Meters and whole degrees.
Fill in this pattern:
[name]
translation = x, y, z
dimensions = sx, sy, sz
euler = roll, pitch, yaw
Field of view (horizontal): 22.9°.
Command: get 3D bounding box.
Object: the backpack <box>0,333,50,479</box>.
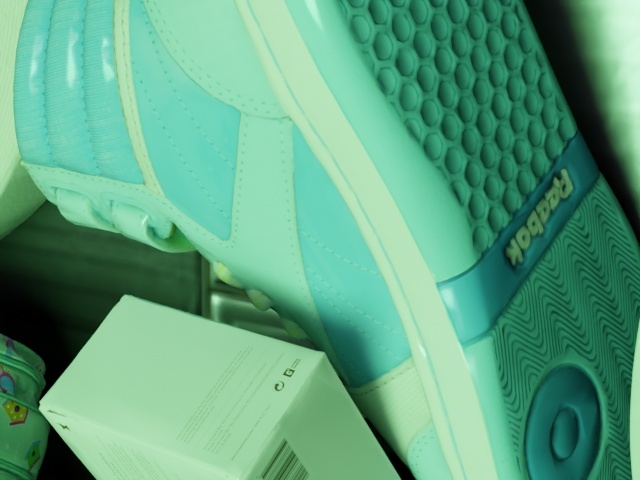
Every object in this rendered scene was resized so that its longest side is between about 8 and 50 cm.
[backpack]
translation = -0.208, 0.098, 0.721
dimensions = 0.182, 0.152, 0.115
euler = -13, 67, 41

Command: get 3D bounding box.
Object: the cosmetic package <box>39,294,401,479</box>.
[cosmetic package]
translation = -0.004, 0.123, 0.611
dimensions = 0.099, 0.060, 0.239
euler = 12, 146, 36

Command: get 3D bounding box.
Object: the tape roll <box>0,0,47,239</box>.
[tape roll]
translation = -0.262, -0.154, 0.705
dimensions = 0.392, 0.072, 0.392
euler = 9, 112, 23

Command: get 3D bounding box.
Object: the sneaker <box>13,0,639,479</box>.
[sneaker]
translation = 0.000, 0.000, 0.618
dimensions = 0.208, 0.127, 0.319
euler = -4, 117, 42

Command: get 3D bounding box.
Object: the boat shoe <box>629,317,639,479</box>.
[boat shoe]
translation = 0.167, -0.014, 0.526
dimensions = 0.091, 0.114, 0.302
euler = 11, 113, 28
